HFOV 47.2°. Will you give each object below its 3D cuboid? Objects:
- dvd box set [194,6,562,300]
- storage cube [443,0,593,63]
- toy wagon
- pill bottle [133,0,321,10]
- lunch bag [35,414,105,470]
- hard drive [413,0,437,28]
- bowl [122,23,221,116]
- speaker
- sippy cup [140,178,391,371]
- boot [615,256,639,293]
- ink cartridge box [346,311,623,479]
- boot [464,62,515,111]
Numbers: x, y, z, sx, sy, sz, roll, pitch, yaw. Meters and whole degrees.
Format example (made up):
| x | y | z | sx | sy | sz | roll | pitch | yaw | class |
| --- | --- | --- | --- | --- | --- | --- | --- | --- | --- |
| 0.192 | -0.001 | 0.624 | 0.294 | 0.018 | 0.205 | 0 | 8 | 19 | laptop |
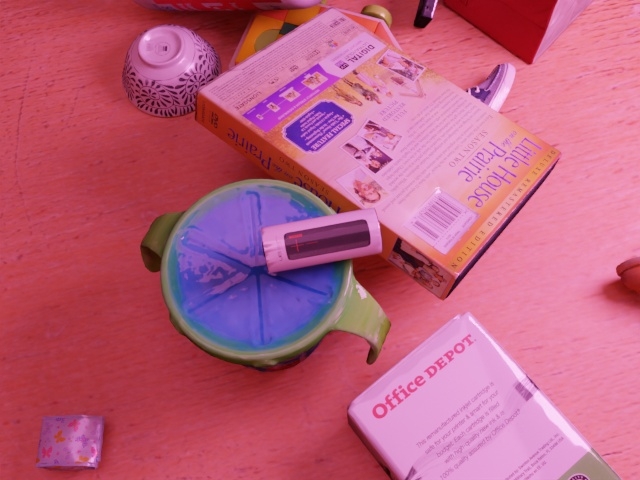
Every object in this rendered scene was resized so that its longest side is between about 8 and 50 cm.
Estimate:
| x | y | z | sx | sy | sz | roll | pitch | yaw | class |
| --- | --- | --- | --- | --- | --- | --- | --- | --- | --- |
| 0.084 | -0.143 | 1.009 | 0.420 | 0.062 | 0.307 | 36 | 54 | 15 | dvd box set |
| 0.340 | -0.444 | 1.175 | 0.193 | 0.184 | 0.215 | 42 | 76 | 16 | storage cube |
| 0.034 | -0.270 | 1.182 | 0.344 | 0.068 | 0.267 | 17 | 71 | 9 | toy wagon |
| -0.109 | -0.475 | 1.132 | 0.407 | 0.229 | 0.229 | 7 | 68 | 23 | pill bottle |
| -0.334 | 0.275 | 0.992 | 0.083 | 0.053 | 0.071 | -6 | 66 | 10 | lunch bag |
| 0.184 | -0.422 | 1.194 | 0.022 | 0.094 | 0.135 | 14 | 96 | -2 | hard drive |
| -0.252 | -0.296 | 1.197 | 0.170 | 0.080 | 0.170 | -1 | 68 | 2 | bowl |
| 0.000 | 0.000 | 0.846 | 0.136 | 0.055 | 0.055 | -10 | 69 | -2 | speaker |
| -0.074 | 0.070 | 0.969 | 0.240 | 0.224 | 0.306 | -29 | 70 | -11 | sippy cup |
| 0.541 | 0.139 | 0.994 | 0.283 | 0.109 | 0.220 | 12 | 73 | -1 | boot |
| 0.200 | 0.270 | 0.934 | 0.211 | 0.121 | 0.289 | -36 | 71 | -11 | ink cartridge box |
| 0.231 | -0.216 | 1.143 | 0.086 | 0.069 | 0.190 | 31 | 73 | -6 | boot |
